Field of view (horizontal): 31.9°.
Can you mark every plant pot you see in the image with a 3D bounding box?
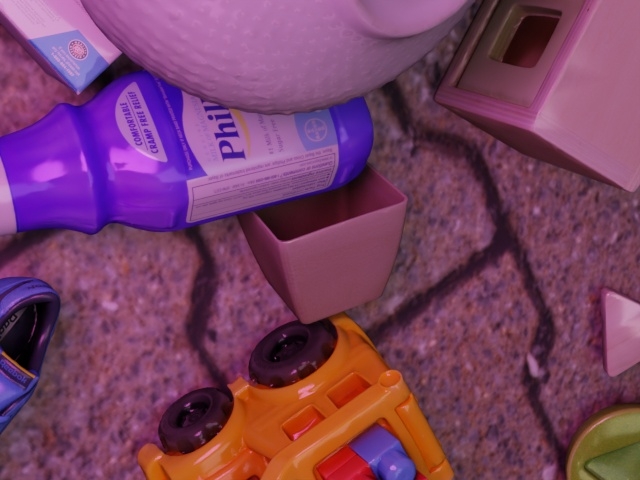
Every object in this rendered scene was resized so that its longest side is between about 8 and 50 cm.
[{"bbox_3d":[0.000,0.000,0.888,0.109,0.109,0.096,-20,126,-19],"label":"plant pot"}]

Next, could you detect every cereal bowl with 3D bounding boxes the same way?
[{"bbox_3d":[0.021,-0.221,0.660,0.339,0.141,0.339,-30,138,-32],"label":"cereal bowl"}]

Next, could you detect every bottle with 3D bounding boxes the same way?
[{"bbox_3d":[-0.107,-0.067,0.806,0.282,0.118,0.092,-15,155,-20],"label":"bottle"}]

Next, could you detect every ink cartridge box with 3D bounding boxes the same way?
[{"bbox_3d":[-0.153,-0.186,0.762,0.143,0.090,0.092,-45,119,-8],"label":"ink cartridge box"}]

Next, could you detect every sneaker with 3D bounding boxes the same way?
[{"bbox_3d":[-0.247,0.117,0.777,0.069,0.082,0.209,39,65,-34],"label":"sneaker"}]

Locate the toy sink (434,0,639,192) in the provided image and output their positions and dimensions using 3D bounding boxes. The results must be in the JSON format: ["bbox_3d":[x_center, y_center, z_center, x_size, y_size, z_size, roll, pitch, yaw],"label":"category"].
[{"bbox_3d":[0.220,-0.181,0.904,0.131,0.153,0.234,26,94,-29],"label":"toy sink"}]

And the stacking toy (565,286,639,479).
[{"bbox_3d":[0.388,0.163,1.143,0.279,0.130,0.309,6,101,0],"label":"stacking toy"}]

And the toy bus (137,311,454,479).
[{"bbox_3d":[-0.006,0.186,0.877,0.220,0.211,0.149,-34,118,-11],"label":"toy bus"}]
